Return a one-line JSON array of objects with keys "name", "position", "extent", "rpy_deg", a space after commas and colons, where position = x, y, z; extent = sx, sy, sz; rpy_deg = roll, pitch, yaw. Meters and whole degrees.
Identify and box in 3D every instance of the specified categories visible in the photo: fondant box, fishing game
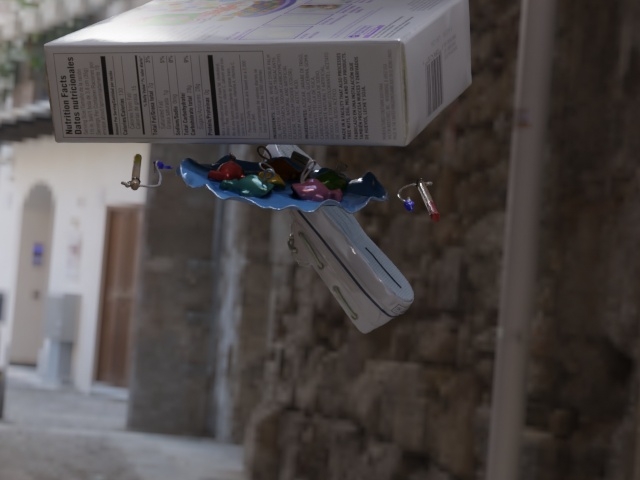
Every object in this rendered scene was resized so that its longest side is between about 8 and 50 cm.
[{"name": "fondant box", "position": [-0.048, -0.160, 1.410], "extent": [0.330, 0.096, 0.238], "rpy_deg": [3, 19, 19]}, {"name": "fishing game", "position": [-0.030, -0.058, 1.311], "extent": [0.264, 0.041, 0.189], "rpy_deg": [6, 13, -2]}]

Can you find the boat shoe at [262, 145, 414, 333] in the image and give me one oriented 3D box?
[{"name": "boat shoe", "position": [0.000, 0.000, 1.620], "extent": [0.076, 0.226, 0.083], "rpy_deg": [-40, -8, 22]}]
